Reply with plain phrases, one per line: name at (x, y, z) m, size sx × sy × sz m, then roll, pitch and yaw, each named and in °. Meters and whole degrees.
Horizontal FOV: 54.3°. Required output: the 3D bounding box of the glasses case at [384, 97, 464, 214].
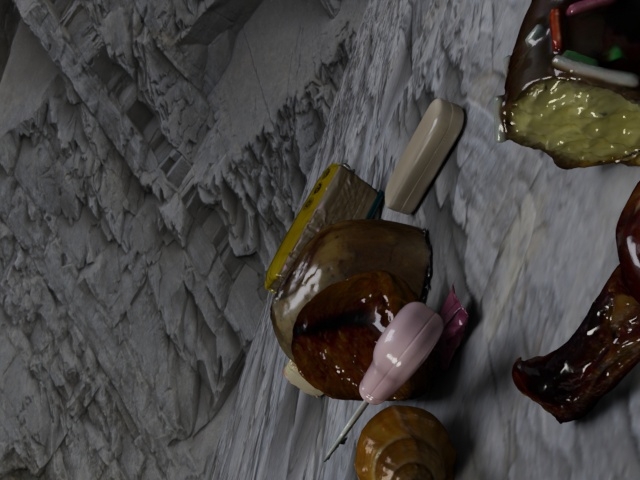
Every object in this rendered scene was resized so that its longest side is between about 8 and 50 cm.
glasses case at (0.161, -0.130, 0.988) m, size 0.083 × 0.050 × 0.196 m, roll -78°, pitch 12°, yaw -52°

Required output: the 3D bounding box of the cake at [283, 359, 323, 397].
cake at (-0.004, 0.177, 1.200) m, size 0.109 × 0.090 × 0.225 m, roll 116°, pitch 170°, yaw -54°

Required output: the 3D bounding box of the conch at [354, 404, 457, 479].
conch at (0.087, 0.216, 0.632) m, size 0.330 × 0.093 × 0.109 m, roll 41°, pitch -130°, yaw -79°

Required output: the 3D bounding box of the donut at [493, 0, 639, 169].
donut at (0.244, -0.187, 0.380) m, size 0.345 × 0.136 × 0.259 m, roll -172°, pitch 99°, yaw -79°

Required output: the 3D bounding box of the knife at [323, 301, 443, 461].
knife at (0.046, 0.178, 0.650) m, size 0.081 × 0.043 × 0.336 m, roll -42°, pitch -20°, yaw -39°

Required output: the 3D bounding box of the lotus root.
lotus root at (0.034, 0.080, 0.942) m, size 0.272 × 0.192 × 0.272 m, roll -160°, pitch 90°, yaw -88°

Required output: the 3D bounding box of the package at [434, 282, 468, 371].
package at (0.142, 0.095, 0.689) m, size 0.059 × 0.029 × 0.083 m, roll -98°, pitch 18°, yaw -60°

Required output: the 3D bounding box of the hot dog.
hot dog at (0.055, 0.121, 0.746) m, size 0.227 × 0.099 × 0.160 m, roll -13°, pitch 92°, yaw 57°

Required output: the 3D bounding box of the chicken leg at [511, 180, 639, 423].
chicken leg at (0.209, 0.025, 0.290) m, size 0.407 × 0.096 × 0.158 m, roll 130°, pitch 139°, yaw -70°

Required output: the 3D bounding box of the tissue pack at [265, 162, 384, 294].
tissue pack at (0.000, 0.000, 1.274) m, size 0.270 × 0.134 × 0.192 m, roll -61°, pitch 5°, yaw -17°
